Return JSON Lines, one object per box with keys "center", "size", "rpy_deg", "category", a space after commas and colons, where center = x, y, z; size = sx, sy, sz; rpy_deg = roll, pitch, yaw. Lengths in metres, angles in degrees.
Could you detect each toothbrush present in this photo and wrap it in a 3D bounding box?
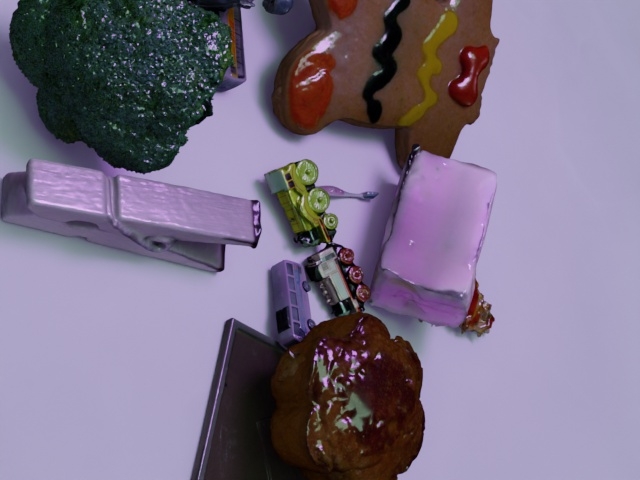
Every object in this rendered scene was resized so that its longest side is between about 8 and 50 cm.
{"center": [0.009, -0.074, 1.722], "size": [0.204, 0.022, 0.017], "rpy_deg": [3, 68, -40], "category": "toothbrush"}

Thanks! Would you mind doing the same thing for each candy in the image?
{"center": [0.177, -0.007, 1.739], "size": [0.156, 0.115, 0.265], "rpy_deg": [17, 54, 0], "category": "candy"}

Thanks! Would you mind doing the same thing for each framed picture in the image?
{"center": [-0.069, 0.272, 1.495], "size": [0.213, 0.016, 0.289], "rpy_deg": [31, 53, -31], "category": "framed picture"}

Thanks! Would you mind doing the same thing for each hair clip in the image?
{"center": [-0.234, -0.034, 1.421], "size": [0.331, 0.101, 0.085], "rpy_deg": [14, 66, -37], "category": "hair clip"}

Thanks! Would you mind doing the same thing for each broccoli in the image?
{"center": [-0.254, -0.231, 1.420], "size": [0.269, 0.254, 0.269], "rpy_deg": [39, 14, -12], "category": "broccoli"}

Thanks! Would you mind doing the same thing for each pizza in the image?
{"center": [0.226, 0.086, 1.825], "size": [0.199, 0.062, 0.188], "rpy_deg": [42, 51, -23], "category": "pizza"}

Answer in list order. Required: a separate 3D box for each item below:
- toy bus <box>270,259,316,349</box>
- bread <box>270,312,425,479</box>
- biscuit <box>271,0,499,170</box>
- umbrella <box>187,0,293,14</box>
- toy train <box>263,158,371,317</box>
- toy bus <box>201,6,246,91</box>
{"center": [-0.039, 0.092, 1.575], "size": [0.052, 0.037, 0.130], "rpy_deg": [23, 49, -43], "category": "toy bus"}
{"center": [0.038, 0.211, 1.491], "size": [0.232, 0.135, 0.246], "rpy_deg": [54, 50, -30], "category": "bread"}
{"center": [0.129, -0.304, 1.777], "size": [0.394, 0.076, 0.368], "rpy_deg": [16, 93, -38], "category": "biscuit"}
{"center": [-0.197, -0.366, 1.546], "size": [0.349, 0.094, 0.143], "rpy_deg": [4, 45, -25], "category": "umbrella"}
{"center": [0.000, 0.000, 1.651], "size": [0.085, 0.053, 0.249], "rpy_deg": [-29, 99, -34], "category": "toy train"}
{"center": [-0.149, -0.302, 1.646], "size": [0.072, 0.057, 0.171], "rpy_deg": [16, 61, -48], "category": "toy bus"}
